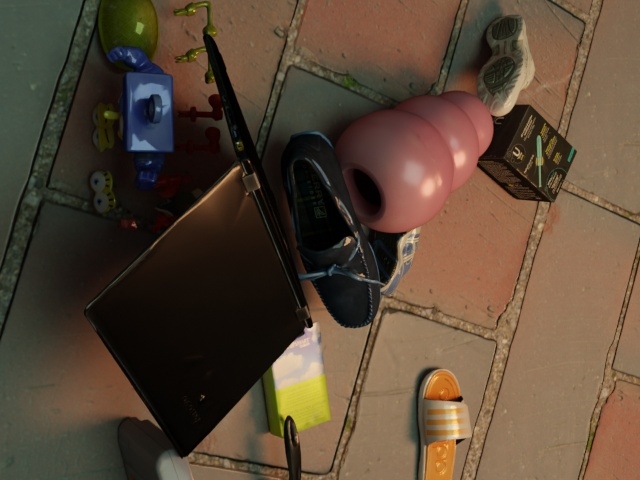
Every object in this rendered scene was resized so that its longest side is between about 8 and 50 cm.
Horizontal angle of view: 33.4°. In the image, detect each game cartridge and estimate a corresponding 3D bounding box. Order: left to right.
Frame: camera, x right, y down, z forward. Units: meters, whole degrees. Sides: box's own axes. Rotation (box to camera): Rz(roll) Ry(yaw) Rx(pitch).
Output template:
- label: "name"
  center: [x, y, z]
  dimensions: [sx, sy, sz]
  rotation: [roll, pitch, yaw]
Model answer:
- label: "game cartridge"
  center: [-0.220, 0.424, 1.588]
  dimensions: [0.062, 0.198, 0.297]
  rotation: [-17, 105, -22]

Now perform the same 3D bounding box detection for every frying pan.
- label: "frying pan"
  center: [-0.050, 0.472, 1.767]
  dimensions: [0.197, 0.053, 0.326]
  rotation: [-57, 133, -45]

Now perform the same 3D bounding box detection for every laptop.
- label: "laptop"
  center: [-0.170, 0.010, 1.479]
  dimensions: [0.236, 0.407, 0.382]
  rotation: [-18, 140, 0]

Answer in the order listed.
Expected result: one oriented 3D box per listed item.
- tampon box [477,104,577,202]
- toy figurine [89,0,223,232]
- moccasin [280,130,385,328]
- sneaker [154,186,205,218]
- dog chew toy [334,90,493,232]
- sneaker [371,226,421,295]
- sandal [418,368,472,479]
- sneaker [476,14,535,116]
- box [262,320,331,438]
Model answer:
- label: "tampon box"
  center: [0.380, -0.163, 2.011]
  dimensions: [0.161, 0.101, 0.120]
  rotation: [36, 74, -32]
- label: "toy figurine"
  center: [-0.215, -0.194, 1.474]
  dimensions: [0.191, 0.217, 0.362]
  rotation: [2, 88, -14]
- label: "moccasin"
  center: [0.000, 0.000, 1.705]
  dimensions: [0.117, 0.138, 0.342]
  rotation: [-69, 139, -66]
- label: "sneaker"
  center: [-0.207, 0.020, 1.638]
  dimensions: [0.086, 0.064, 0.192]
  rotation: [-14, 104, -26]
- label: "dog chew toy"
  center: [0.171, -0.152, 1.812]
  dimensions: [0.332, 0.207, 0.206]
  rotation: [-35, 115, -37]
- label: "sneaker"
  center: [0.132, 0.000, 1.880]
  dimensions: [0.211, 0.080, 0.081]
  rotation: [-64, 152, -15]
- label: "sandal"
  center: [0.240, 0.371, 1.990]
  dimensions: [0.102, 0.076, 0.265]
  rotation: [-4, 98, -36]
- label: "sneaker"
  center: [0.353, -0.303, 1.954]
  dimensions: [0.115, 0.090, 0.232]
  rotation: [51, 44, -39]
- label: "box"
  center: [-0.043, 0.229, 1.788]
  dimensions: [0.109, 0.042, 0.178]
  rotation: [-15, 104, -35]
